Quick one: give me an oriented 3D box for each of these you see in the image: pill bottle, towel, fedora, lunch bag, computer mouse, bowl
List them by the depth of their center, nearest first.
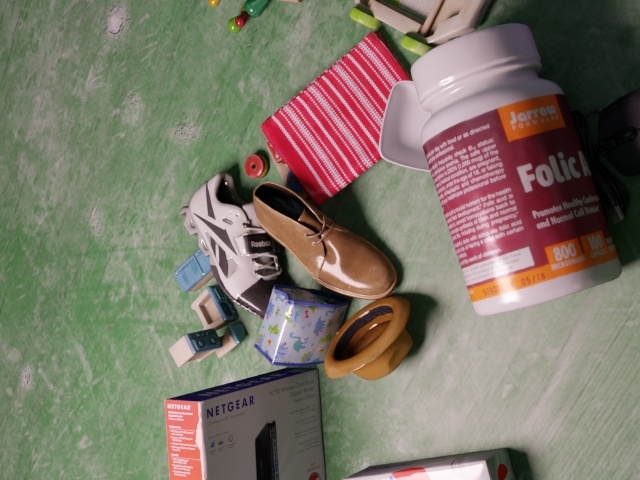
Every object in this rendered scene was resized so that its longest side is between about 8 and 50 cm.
[{"bbox_3d":[0.484,-0.158,1.244,0.272,0.072,0.188,-30,75,31],"label":"computer mouse"},{"bbox_3d":[0.281,-0.103,1.283,0.224,0.224,0.392,-20,84,33],"label":"pill bottle"},{"bbox_3d":[0.175,-0.189,1.438,0.142,0.053,0.142,13,99,5],"label":"bowl"},{"bbox_3d":[0.095,0.183,1.496,0.194,0.194,0.079,-33,112,30],"label":"fedora"},{"bbox_3d":[0.043,-0.214,1.525,0.275,0.031,0.199,-38,74,16],"label":"towel"},{"bbox_3d":[-0.027,0.156,1.559,0.096,0.151,0.129,37,112,53],"label":"lunch bag"}]

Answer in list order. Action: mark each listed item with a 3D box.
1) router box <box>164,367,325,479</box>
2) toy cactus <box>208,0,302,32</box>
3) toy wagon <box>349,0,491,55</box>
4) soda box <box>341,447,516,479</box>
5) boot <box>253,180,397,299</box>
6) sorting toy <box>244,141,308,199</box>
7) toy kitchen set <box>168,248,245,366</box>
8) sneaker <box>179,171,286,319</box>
[{"bbox_3d":[-0.121,0.399,1.517,0.082,0.335,0.301,-4,90,35],"label":"router box"},{"bbox_3d":[-0.114,-0.493,1.618,0.180,0.112,0.219,22,96,21],"label":"toy cactus"},{"bbox_3d":[0.145,-0.482,1.457,0.344,0.068,0.267,36,111,28],"label":"toy wagon"},{"bbox_3d":[0.183,0.422,1.460,0.286,0.098,0.091,-18,82,34],"label":"soda box"},{"bbox_3d":[0.000,0.000,1.522,0.305,0.115,0.112,34,77,15],"label":"boot"},{"bbox_3d":[-0.029,-0.162,1.601,0.274,0.046,0.132,-34,74,30],"label":"sorting toy"},{"bbox_3d":[-0.236,0.119,1.681,0.122,0.166,0.207,-40,71,29],"label":"toy kitchen set"},{"bbox_3d":[-0.139,0.007,1.637,0.330,0.122,0.146,51,119,20],"label":"sneaker"}]
